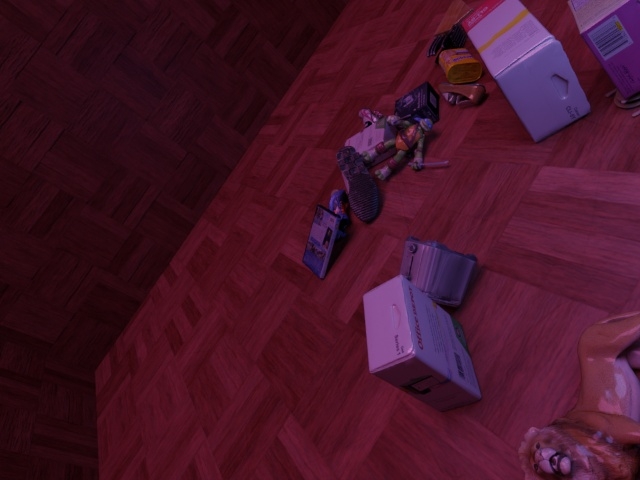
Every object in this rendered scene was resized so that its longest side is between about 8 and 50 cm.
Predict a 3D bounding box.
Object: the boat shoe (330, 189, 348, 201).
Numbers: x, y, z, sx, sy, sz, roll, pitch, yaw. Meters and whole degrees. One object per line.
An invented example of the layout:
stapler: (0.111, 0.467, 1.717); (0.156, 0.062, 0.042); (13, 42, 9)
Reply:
boat shoe: (0.090, -0.190, 1.743); (0.133, 0.041, 0.049); (16, 93, 56)

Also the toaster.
toaster: (0.305, 0.084, 1.067); (0.129, 0.226, 0.147); (19, 92, 58)

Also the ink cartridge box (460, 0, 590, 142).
ink cartridge box: (0.583, -0.516, 1.187); (0.160, 0.279, 0.385); (-33, 37, 31)

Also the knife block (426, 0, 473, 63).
knife block: (0.554, -0.901, 1.770); (0.242, 0.088, 0.276); (-35, 37, 26)

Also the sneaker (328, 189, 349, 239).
sneaker: (0.082, -0.098, 1.632); (0.087, 0.083, 0.222); (-2, 74, 39)

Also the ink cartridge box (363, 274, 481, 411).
ink cartridge box: (0.228, 0.239, 0.931); (0.117, 0.278, 0.202); (-33, 37, 29)

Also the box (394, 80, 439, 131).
box: (0.383, -0.521, 1.628); (0.158, 0.093, 0.156); (-24, 43, 40)

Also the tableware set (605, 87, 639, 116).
tableware set: (0.823, -0.405, 0.998); (0.194, 0.039, 0.128); (-36, 36, 26)

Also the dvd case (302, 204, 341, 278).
dvd case: (0.000, 0.000, 1.601); (0.180, 0.022, 0.253); (37, 115, 58)

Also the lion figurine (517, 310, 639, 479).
lion figurine: (0.508, 0.265, 0.712); (0.240, 0.142, 0.392); (-16, 33, 55)

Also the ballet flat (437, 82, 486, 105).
ballet flat: (0.505, -0.540, 1.509); (0.232, 0.080, 0.073); (39, 111, 60)

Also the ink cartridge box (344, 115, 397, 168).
ink cartridge box: (0.210, -0.399, 1.734); (0.219, 0.092, 0.161); (-23, 42, 39)

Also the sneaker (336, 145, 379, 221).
sneaker: (0.160, -0.207, 1.618); (0.122, 0.146, 0.331); (-17, 65, 8)

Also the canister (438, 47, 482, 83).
canister: (0.531, -0.674, 1.564); (0.126, 0.074, 0.170); (-5, 42, 4)

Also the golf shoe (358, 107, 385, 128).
golf shoe: (0.221, -0.569, 1.905); (0.086, 0.067, 0.186); (-53, 32, 4)

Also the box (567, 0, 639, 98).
box: (0.735, -0.513, 1.003); (0.117, 0.213, 0.243); (-32, 27, 43)

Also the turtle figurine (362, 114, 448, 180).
turtle figurine: (0.285, -0.343, 1.491); (0.266, 0.197, 0.275); (-36, 32, 32)
